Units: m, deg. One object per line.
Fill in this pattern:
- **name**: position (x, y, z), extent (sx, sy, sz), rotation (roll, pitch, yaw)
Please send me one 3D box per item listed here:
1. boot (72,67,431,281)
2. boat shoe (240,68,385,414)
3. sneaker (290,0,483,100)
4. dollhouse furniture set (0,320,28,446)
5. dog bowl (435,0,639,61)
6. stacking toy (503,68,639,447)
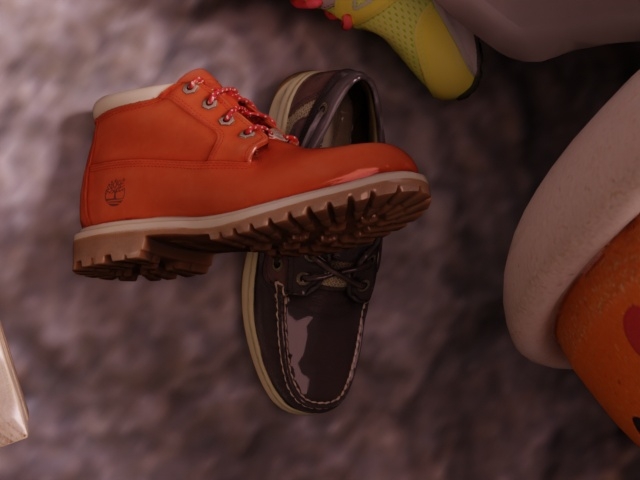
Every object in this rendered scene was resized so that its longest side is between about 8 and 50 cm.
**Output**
- **boot**: position (-0.032, -0.033, 0.489), extent (0.158, 0.059, 0.084), rotation (-6, 75, 26)
- **boat shoe**: position (0.000, 0.000, 0.527), extent (0.056, 0.049, 0.152), rotation (1, 88, -27)
- **sneaker**: position (-0.015, -0.130, 0.527), extent (0.094, 0.081, 0.208), rotation (-43, 99, 7)
- **dollhouse furniture set**: position (-0.193, -0.002, 0.443), extent (0.129, 0.129, 0.183), rotation (-17, 89, -14)
- **dog bowl**: position (0.153, -0.233, 0.511), extent (0.349, 0.102, 0.348), rotation (6, 75, -25)
- **stacking toy**: position (0.304, 0.121, 0.376), extent (0.351, 0.350, 0.480), rotation (-20, 68, -14)
